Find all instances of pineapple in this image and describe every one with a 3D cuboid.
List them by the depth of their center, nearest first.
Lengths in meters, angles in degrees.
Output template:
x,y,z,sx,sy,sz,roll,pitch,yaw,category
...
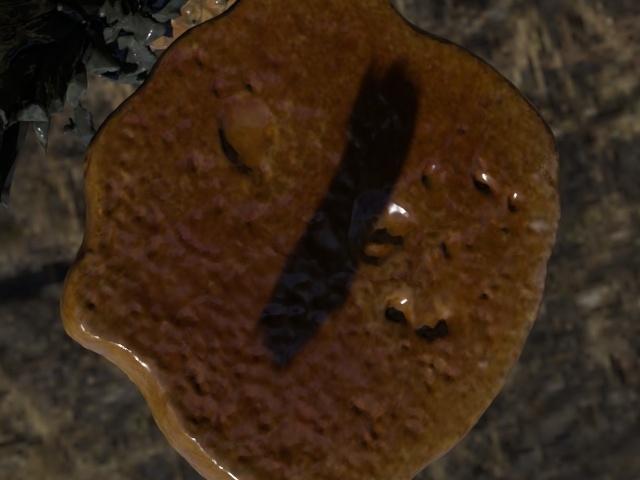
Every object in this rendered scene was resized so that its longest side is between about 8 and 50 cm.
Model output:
x,y,z,sx,sy,sz,roll,pitch,yaw,category
-0.148,-0.154,1.139,0.165,0.165,0.364,-22,-167,43,pineapple

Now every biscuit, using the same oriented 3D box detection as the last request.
x,y,z,sx,sy,sz,roll,pitch,yaw,category
-0.001,0.000,0.938,0.273,0.257,0.049,-55,-170,-18,biscuit
